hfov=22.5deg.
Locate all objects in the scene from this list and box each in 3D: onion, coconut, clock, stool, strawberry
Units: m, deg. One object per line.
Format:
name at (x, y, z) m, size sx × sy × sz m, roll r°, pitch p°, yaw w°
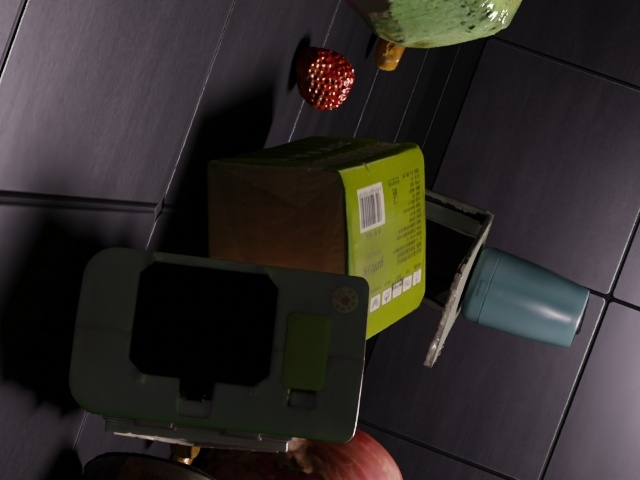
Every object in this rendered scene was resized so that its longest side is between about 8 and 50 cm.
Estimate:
onion at (-0.047, 0.376, 2.142) m, size 0.353 × 0.354 × 0.353 m, roll 20°, pitch 90°, yaw -82°
coconut at (0.109, -0.317, 1.796) m, size 0.236 × 0.236 × 0.204 m, roll -43°, pitch 130°, yaw -72°
clock at (-0.094, 0.100, 1.433) m, size 0.309 × 0.235 × 0.166 m, roll 118°, pitch -22°, yaw -78°
stool at (0.107, 0.032, 2.460) m, size 0.269 × 0.244 × 0.170 m, roll -53°, pitch 161°, yaw -64°
strawberry at (0.002, -0.193, 1.872) m, size 0.073 × 0.073 × 0.083 m, roll -67°, pitch 158°, yaw -15°

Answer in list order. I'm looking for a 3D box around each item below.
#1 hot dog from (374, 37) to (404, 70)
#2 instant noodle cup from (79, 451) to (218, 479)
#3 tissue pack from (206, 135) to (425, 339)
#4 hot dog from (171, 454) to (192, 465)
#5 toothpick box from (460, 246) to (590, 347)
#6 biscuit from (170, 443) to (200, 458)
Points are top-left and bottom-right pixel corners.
hot dog at (0.123, -0.345, 2.338) m, size 0.066 × 0.047 × 0.215 m, roll 137°, pitch -24°, yaw -76°
instant noodle cup at (-0.177, 0.330, 1.524) m, size 0.217 × 0.217 × 0.207 m, roll 97°, pitch 9°, yaw -59°
tissue pack at (0.000, 0.000, 1.729) m, size 0.275 × 0.167 × 0.200 m, roll -24°, pitch 116°, yaw -69°
hot dog at (-0.188, 0.315, 1.995) m, size 0.044 × 0.028 × 0.137 m, roll 45°, pitch 67°, yaw -73°
toothpick box at (0.319, 0.092, 2.476) m, size 0.120 × 0.184 × 0.120 m, roll 19°, pitch 90°, yaw -81°
biscuit at (-0.138, 0.152, 1.851) m, size 0.301 × 0.049 × 0.196 m, roll -26°, pitch 127°, yaw -79°
